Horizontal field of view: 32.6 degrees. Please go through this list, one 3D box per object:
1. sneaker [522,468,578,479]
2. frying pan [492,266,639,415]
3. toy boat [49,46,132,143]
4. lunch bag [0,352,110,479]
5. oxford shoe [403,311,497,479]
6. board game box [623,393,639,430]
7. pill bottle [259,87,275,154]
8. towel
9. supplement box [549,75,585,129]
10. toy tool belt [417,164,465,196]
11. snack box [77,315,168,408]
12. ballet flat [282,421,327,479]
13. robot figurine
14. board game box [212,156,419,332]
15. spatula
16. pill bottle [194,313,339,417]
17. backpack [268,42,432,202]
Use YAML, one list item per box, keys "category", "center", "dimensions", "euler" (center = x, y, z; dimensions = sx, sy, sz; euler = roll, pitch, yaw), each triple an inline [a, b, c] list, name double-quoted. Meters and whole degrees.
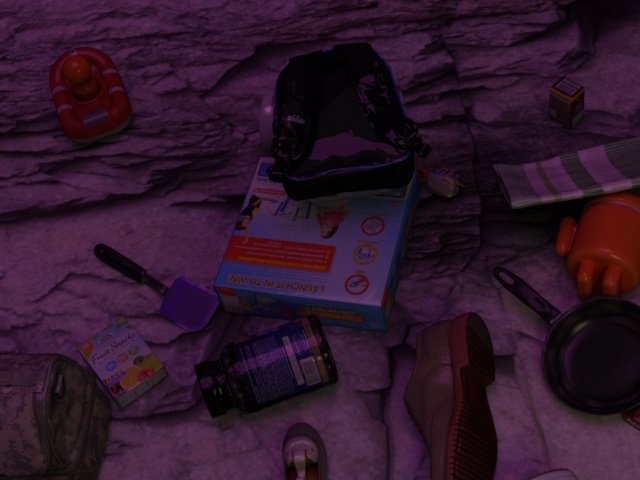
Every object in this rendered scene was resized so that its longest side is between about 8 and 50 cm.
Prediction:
- category: "sneaker"
  center: [0.277, 0.453, 1.565]
  dimensions: [0.282, 0.099, 0.153]
  euler: [-30, 48, -4]
- category: "frying pan"
  center: [0.400, 0.172, 1.778]
  dimensions: [0.326, 0.053, 0.197]
  euler: [15, 73, 34]
- category: "toy boat"
  center: [-0.490, -0.324, 2.274]
  dimensions: [0.151, 0.151, 0.231]
  euler: [-21, 52, -6]
- category: "lunch bag"
  center: [-0.521, 0.279, 1.755]
  dimensions: [0.305, 0.256, 0.213]
  euler: [-1, 53, 10]
- category: "oxford shoe"
  center: [0.198, 0.284, 1.725]
  dimensions: [0.130, 0.123, 0.348]
  euler: [-16, 48, 33]
- category: "board game box"
  center: [0.618, 0.218, 1.727]
  dimensions: [0.145, 0.027, 0.281]
  euler: [32, 65, 31]
- category: "pill bottle"
  center: [0.007, -0.228, 2.118]
  dimensions: [0.229, 0.131, 0.131]
  euler: [3, 54, 13]
- category: "towel"
  center: [0.480, -0.126, 1.931]
  dimensions: [0.324, 0.038, 0.248]
  euler: [-10, 17, 4]
- category: "supplement box"
  center: [0.469, -0.262, 2.084]
  dimensions: [0.043, 0.083, 0.055]
  euler: [-41, 57, -20]
- category: "toy tool belt"
  center: [0.226, -0.114, 2.048]
  dimensions: [0.083, 0.052, 0.051]
  euler: [32, 33, 26]
- category: "snack box"
  center: [-0.345, 0.211, 1.911]
  dimensions: [0.100, 0.037, 0.141]
  euler: [-34, 54, -16]
- category: "ballet flat"
  center: [-0.025, 0.367, 1.710]
  dimensions: [0.072, 0.068, 0.213]
  euler: [-8, 52, 4]
- category: "robot figurine"
  center: [0.493, 0.004, 1.852]
  dimensions: [0.158, 0.128, 0.219]
  euler: [-23, 35, 51]
- category: "board game box"
  center: [0.000, 0.000, 1.974]
  dimensions: [0.308, 0.086, 0.302]
  euler: [7, 55, 16]
- category: "spatula"
  center: [-0.313, 0.075, 2.010]
  dimensions: [0.296, 0.030, 0.084]
  euler: [27, 86, 31]
- category: "pill bottle"
  center: [-0.090, 0.212, 1.807]
  dimensions: [0.219, 0.123, 0.123]
  euler: [-19, 52, -4]
- category: "backpack"
  center: [0.038, -0.205, 1.929]
  dimensions: [0.276, 0.213, 0.263]
  euler: [-6, 69, -2]
